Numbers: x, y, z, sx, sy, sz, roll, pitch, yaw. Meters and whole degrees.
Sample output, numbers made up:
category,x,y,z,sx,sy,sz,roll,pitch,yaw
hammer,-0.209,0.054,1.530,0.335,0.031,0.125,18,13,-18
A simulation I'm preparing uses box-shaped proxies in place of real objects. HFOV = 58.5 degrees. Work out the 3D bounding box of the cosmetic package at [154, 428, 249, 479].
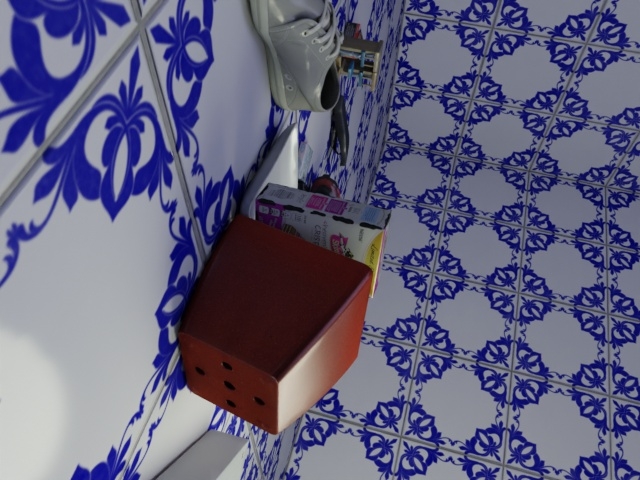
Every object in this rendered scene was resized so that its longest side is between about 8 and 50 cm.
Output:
category,x,y,z,sx,sy,sz,roll,pitch,yaw
cosmetic package,-0.245,0.535,1.011,0.377,0.098,0.284,15,90,-82

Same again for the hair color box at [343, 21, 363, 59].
category,x,y,z,sx,sy,sz,roll,pitch,yaw
hair color box,0.097,-0.588,1.708,0.141,0.043,0.071,18,86,-81

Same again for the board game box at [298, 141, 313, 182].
category,x,y,z,sx,sy,sz,roll,pitch,yaw
board game box,-0.045,-0.198,1.457,0.090,0.020,0.090,35,69,-82

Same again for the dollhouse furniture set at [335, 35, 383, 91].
category,x,y,z,sx,sy,sz,roll,pitch,yaw
dollhouse furniture set,0.083,-0.445,1.541,0.128,0.130,0.183,93,12,-50

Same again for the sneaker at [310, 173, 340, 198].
category,x,y,z,sx,sy,sz,roll,pitch,yaw
sneaker,-0.003,-0.055,1.682,0.135,0.098,0.275,-67,168,-60

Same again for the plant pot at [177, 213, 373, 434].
category,x,y,z,sx,sy,sz,roll,pitch,yaw
plant pot,-0.091,0.162,0.976,0.235,0.268,0.267,-54,158,-41

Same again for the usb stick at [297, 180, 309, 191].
category,x,y,z,sx,sy,sz,roll,pitch,yaw
usb stick,-0.051,-0.019,1.398,0.077,0.045,0.277,73,16,-58

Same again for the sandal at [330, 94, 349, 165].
category,x,y,z,sx,sy,sz,roll,pitch,yaw
sandal,0.057,-0.352,1.826,0.254,0.055,0.097,81,15,-44

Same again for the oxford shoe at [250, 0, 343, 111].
category,x,y,z,sx,sy,sz,roll,pitch,yaw
oxford shoe,-0.028,-0.365,0.956,0.449,0.130,0.169,78,28,-68

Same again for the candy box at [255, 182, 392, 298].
category,x,y,z,sx,sy,sz,roll,pitch,yaw
candy box,0.000,0.000,1.035,0.071,0.234,0.159,-63,162,-52

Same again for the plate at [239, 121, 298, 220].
category,x,y,z,sx,sy,sz,roll,pitch,yaw
plate,-0.107,-0.062,1.171,0.278,0.045,0.277,94,14,-47
